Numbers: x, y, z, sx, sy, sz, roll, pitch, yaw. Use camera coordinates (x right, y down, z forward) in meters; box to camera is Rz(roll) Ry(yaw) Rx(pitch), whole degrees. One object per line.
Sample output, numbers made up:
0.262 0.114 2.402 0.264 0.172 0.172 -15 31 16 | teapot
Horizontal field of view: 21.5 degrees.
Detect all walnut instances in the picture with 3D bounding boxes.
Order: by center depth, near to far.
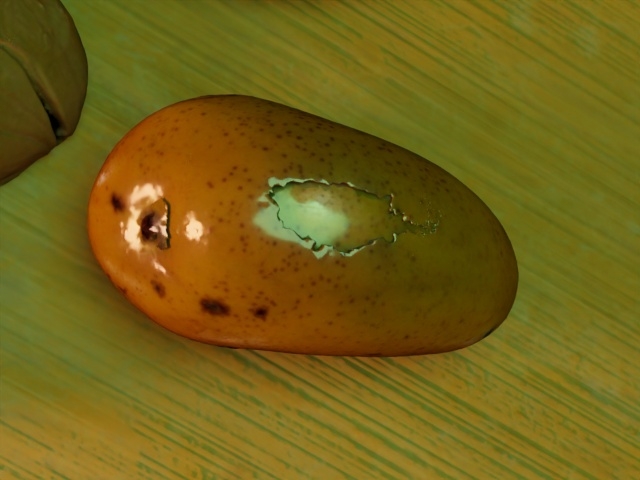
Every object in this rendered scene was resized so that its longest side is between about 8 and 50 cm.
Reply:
-0.247 -0.123 1.062 0.211 0.087 0.167 27 79 -10 | walnut

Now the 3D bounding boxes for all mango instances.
0.000 0.000 1.065 0.290 0.191 0.160 14 85 -18 | mango
